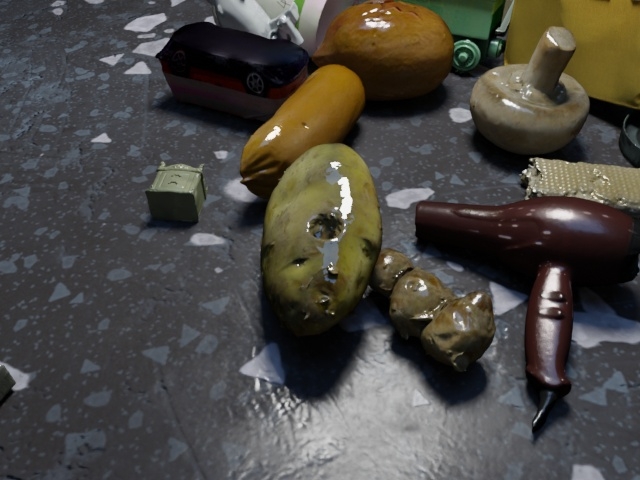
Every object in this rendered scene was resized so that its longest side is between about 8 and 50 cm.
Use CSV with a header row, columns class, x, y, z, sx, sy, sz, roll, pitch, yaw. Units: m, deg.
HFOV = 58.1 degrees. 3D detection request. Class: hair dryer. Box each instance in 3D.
class,x,y,z,sx,sy,sz,roll,pitch,yaw
hair dryer,0.253,0.079,0.759,0.312,0.123,0.340,6,53,23

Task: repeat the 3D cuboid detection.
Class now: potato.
class,x,y,z,sx,sy,sz,roll,pitch,yaw
potato,0.000,0.000,0.775,0.141,0.191,0.296,33,41,-25

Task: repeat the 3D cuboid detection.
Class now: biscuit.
class,x,y,z,sx,sy,sz,roll,pitch,yaw
biscuit,0.442,-0.073,0.923,0.239,0.062,0.108,7,44,9

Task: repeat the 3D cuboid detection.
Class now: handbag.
class,x,y,z,sx,sy,sz,roll,pitch,yaw
handbag,0.552,-0.433,1.115,0.133,0.283,0.401,-21,37,-24

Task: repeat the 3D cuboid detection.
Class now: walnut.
class,x,y,z,sx,sy,sz,roll,pitch,yaw
walnut,0.127,-0.382,1.160,0.298,0.203,0.203,-7,43,-17

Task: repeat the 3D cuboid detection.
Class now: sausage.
class,x,y,z,sx,sy,sz,roll,pitch,yaw
sausage,-0.025,-0.187,0.998,0.116,0.134,0.354,13,45,20

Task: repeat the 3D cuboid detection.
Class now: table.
class,x,y,z,sx,sy,sz,roll,pitch,yaw
table,-0.231,-0.082,0.942,0.079,0.062,0.083,4,43,4

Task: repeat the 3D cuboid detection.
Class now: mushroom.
class,x,y,z,sx,sy,sz,roll,pitch,yaw
mushroom,0.378,-0.266,1.020,0.207,0.215,0.207,5,47,-5

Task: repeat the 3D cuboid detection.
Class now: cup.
class,x,y,z,sx,sy,sz,roll,pitch,yaw
cup,-0.070,-0.545,1.316,0.274,0.253,0.253,26,49,18

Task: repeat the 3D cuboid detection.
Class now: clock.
class,x,y,z,sx,sy,sz,roll,pitch,yaw
clock,0.654,-0.172,1.039,0.215,0.042,0.215,0,43,0

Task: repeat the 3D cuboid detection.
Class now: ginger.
class,x,y,z,sx,sy,sz,roll,pitch,yaw
ginger,0.133,0.081,0.745,0.204,0.080,0.104,35,91,43

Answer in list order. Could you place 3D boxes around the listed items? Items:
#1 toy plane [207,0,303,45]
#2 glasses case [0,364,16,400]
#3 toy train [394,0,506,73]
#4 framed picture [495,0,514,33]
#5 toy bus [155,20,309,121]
class,x,y,z,sx,sy,sz,roll,pitch,yaw
toy plane,-0.139,-0.442,1.203,0.244,0.245,0.117,18,58,19
glasses case,-0.439,0.221,0.635,0.071,0.047,0.205,11,45,18
toy train,0.265,-0.494,1.274,0.301,0.202,0.120,19,42,20
framed picture,0.363,-0.619,1.536,0.296,0.019,0.232,17,47,17
toy bus,-0.166,-0.332,1.143,0.302,0.147,0.127,19,55,18
